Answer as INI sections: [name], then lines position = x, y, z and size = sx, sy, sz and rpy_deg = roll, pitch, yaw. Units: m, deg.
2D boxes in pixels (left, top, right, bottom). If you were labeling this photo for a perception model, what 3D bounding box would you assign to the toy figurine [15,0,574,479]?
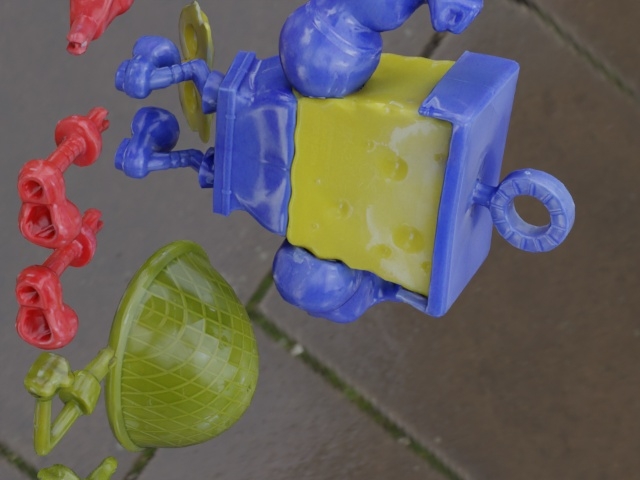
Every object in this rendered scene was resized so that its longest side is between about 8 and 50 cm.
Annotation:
[toy figurine]
position = 0.000, 0.000, 0.720
size = 0.217, 0.362, 0.191
rpy_deg = 13, 33, 12
